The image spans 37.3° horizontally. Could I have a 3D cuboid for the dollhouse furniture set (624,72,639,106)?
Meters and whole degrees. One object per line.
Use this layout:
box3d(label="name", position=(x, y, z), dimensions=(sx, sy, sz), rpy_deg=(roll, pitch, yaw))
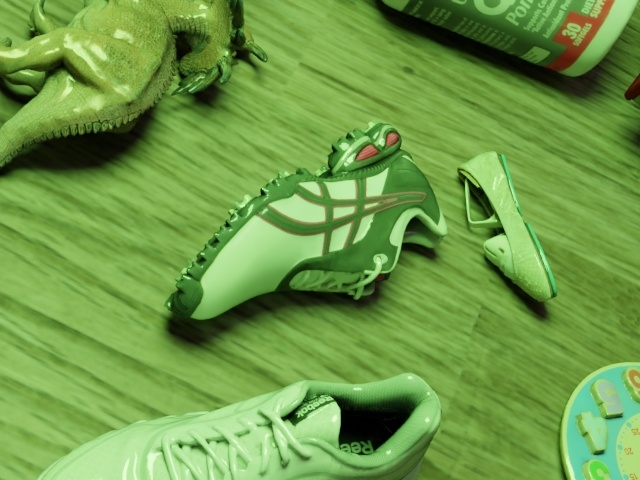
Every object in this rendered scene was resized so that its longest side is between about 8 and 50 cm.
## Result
box3d(label="dollhouse furniture set", position=(0.428, -0.293, 1.024), dimensions=(0.152, 0.201, 0.374), rpy_deg=(38, 87, 6))

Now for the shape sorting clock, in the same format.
box3d(label="shape sorting clock", position=(0.296, 0.192, 0.790), dimensions=(0.206, 0.040, 0.206), rpy_deg=(10, 54, -15))

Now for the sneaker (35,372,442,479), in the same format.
box3d(label="sneaker", position=(-0.050, 0.146, 0.640), dimensions=(0.292, 0.118, 0.110), rpy_deg=(-9, 63, -25))

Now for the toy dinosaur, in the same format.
box3d(label="toy dinosaur", position=(-0.164, -0.153, 0.803), dimensions=(0.200, 0.127, 0.295), rpy_deg=(31, 57, -7))

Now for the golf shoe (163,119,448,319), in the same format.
box3d(label="golf shoe", position=(0.000, 0.000, 0.771), dimensions=(0.273, 0.105, 0.120), rpy_deg=(-34, 81, -35))

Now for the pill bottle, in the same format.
box3d(label="pill bottle", position=(0.164, -0.306, 0.995), dimensions=(0.319, 0.176, 0.176), rpy_deg=(19, 52, -8))

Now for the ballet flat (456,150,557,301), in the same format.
box3d(label="ballet flat", position=(0.168, -0.008, 0.881), dimensions=(0.052, 0.057, 0.168), rpy_deg=(-16, 56, 2))
